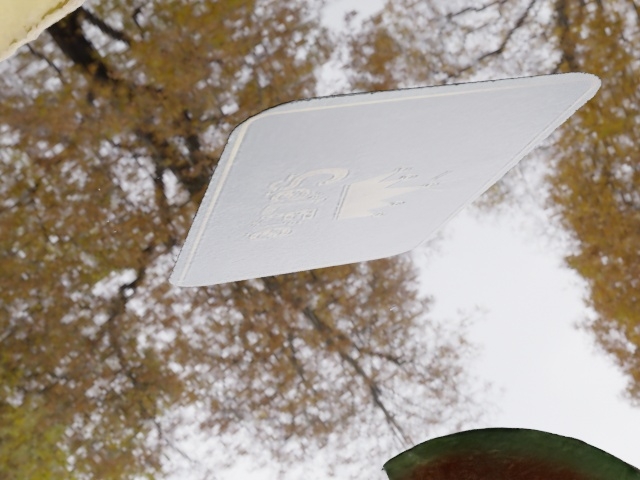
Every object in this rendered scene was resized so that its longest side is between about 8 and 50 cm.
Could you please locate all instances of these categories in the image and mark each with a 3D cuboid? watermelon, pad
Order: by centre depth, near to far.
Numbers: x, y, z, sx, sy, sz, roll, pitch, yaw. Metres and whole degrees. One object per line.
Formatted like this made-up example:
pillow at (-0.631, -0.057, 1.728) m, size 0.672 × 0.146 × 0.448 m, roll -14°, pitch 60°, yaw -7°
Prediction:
watermelon at (0.136, 0.199, 0.702) m, size 0.207 × 0.136 × 0.202 m, roll 12°, pitch -156°, yaw 13°
pad at (-0.001, -0.001, 0.714) m, size 0.315 × 0.063 × 0.375 m, roll -7°, pitch 163°, yaw -17°

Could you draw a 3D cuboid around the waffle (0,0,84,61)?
waffle at (-0.239, -0.222, 0.656) m, size 0.221 × 0.055 × 0.247 m, roll -27°, pitch -119°, yaw 24°
